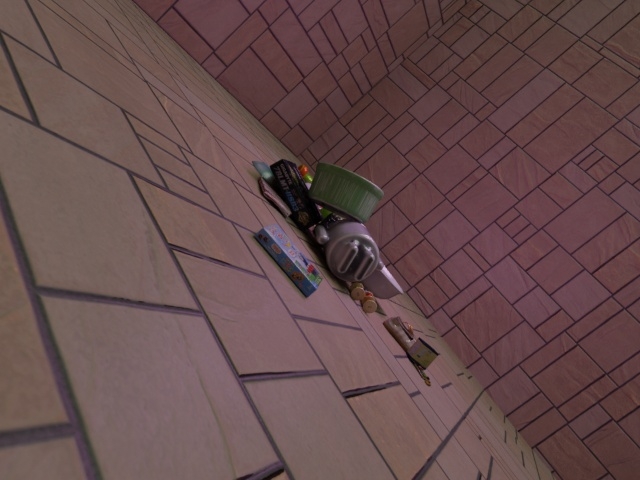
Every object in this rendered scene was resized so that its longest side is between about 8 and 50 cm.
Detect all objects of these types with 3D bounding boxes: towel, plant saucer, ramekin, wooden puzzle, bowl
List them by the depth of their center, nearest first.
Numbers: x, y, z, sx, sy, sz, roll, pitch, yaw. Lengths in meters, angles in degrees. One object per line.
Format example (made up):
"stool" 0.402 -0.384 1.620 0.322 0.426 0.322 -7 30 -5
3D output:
"wooden puzzle" 0.392 0.509 1.659 0.078 0.014 0.116 42 11 -42
"towel" -0.184 -0.172 1.690 0.144 0.029 0.197 45 7 -27
"ramekin" 0.094 -0.188 1.792 0.304 0.148 0.303 25 -1 1
"bowl" 0.226 0.160 1.937 0.298 0.134 0.298 48 8 -9
"plant saucer" -0.230 -0.299 1.970 0.195 0.037 0.195 47 9 -10

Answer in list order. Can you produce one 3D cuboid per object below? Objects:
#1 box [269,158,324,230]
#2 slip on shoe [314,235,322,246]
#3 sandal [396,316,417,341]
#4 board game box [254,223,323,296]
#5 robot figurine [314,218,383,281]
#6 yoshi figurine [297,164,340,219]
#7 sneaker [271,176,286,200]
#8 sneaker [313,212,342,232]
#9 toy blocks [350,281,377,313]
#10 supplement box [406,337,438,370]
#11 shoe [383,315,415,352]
"box" -0.094 -0.196 1.849 0.295 0.073 0.293 64 11 -2
"slip on shoe" 0.000 0.000 1.824 0.041 0.051 0.135 5 2 25
"sandal" 0.427 0.430 2.062 0.180 0.049 0.072 51 9 10
"board game box" -0.081 0.049 1.188 0.211 0.039 0.160 48 9 0
"robot figurine" 0.113 0.033 1.698 0.300 0.199 0.353 30 13 -14
"yoshi figurine" -0.016 -0.200 2.181 0.362 0.204 0.203 48 24 -27
"sneaker" -0.172 -0.234 1.912 0.152 0.054 0.061 50 16 -46
"sneaker" 0.038 -0.062 1.990 0.087 0.130 0.227 46 11 -9
"toy blocks" 0.160 0.205 1.676 0.123 0.054 0.148 48 9 -11
"supplement box" 0.396 0.441 1.687 0.083 0.083 0.056 40 3 -11
"shoe" 0.343 0.397 1.747 0.219 0.058 0.076 49 9 -3
